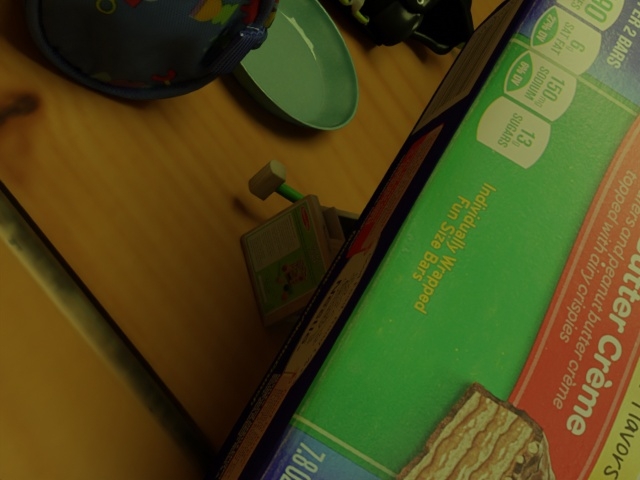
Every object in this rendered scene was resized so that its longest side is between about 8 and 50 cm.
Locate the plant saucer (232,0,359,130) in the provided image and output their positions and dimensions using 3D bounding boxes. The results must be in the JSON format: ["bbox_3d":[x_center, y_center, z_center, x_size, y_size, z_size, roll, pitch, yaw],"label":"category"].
[{"bbox_3d":[-0.024,-0.114,0.676,0.119,0.021,0.119,31,44,-35],"label":"plant saucer"}]

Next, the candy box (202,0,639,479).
[{"bbox_3d":[0.150,0.084,0.469,0.317,0.122,0.268,32,79,-7],"label":"candy box"}]

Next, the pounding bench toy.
[{"bbox_3d":[0.000,0.000,0.593,0.065,0.052,0.083,9,58,-49],"label":"pounding bench toy"}]

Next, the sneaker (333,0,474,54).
[{"bbox_3d":[0.042,-0.184,0.758,0.234,0.084,0.097,8,60,-49],"label":"sneaker"}]

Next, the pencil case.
[{"bbox_3d":[-0.082,-0.219,0.593,0.133,0.119,0.306,17,52,-29],"label":"pencil case"}]
